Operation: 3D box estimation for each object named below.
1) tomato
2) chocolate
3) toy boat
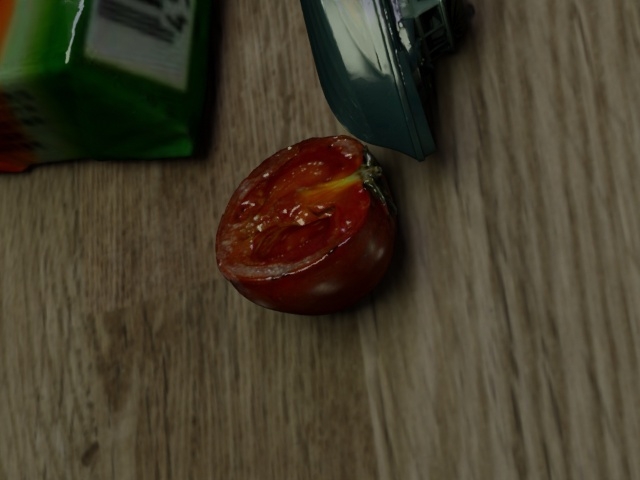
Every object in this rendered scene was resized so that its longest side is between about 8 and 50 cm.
[{"bbox_3d":[0.000,0.000,1.286,0.139,0.091,0.159,-26,38,13],"label":"tomato"},{"bbox_3d":[-0.256,-0.244,1.460,0.341,0.161,0.360,-5,75,34],"label":"chocolate"},{"bbox_3d":[0.041,-0.191,1.296,0.122,0.114,0.296,-18,68,5],"label":"toy boat"}]
